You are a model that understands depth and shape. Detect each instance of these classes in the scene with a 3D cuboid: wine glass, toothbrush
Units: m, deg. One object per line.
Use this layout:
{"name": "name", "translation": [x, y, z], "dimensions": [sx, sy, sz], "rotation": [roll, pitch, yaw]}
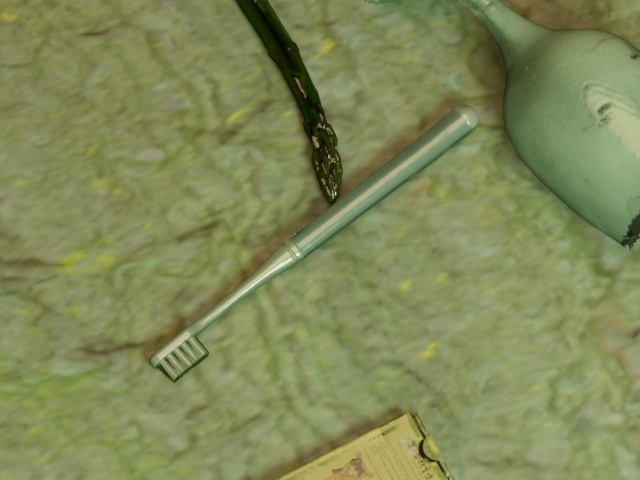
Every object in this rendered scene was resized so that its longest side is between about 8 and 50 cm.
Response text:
{"name": "wine glass", "translation": [0.178, -0.141, 1.507], "dimensions": [0.143, 0.143, 0.321], "rotation": [-38, 76, -12]}
{"name": "toothbrush", "translation": [-0.002, -0.002, 1.518], "dimensions": [0.342, 0.025, 0.030], "rotation": [-40, 80, -12]}

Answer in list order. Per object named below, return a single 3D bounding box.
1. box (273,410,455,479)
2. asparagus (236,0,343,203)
{"name": "box", "translation": [0.026, 0.196, 1.448], "dimensions": [0.149, 0.020, 0.073], "rotation": [-25, 70, -8]}
{"name": "asparagus", "translation": [-0.025, -0.137, 1.567], "dimensions": [0.034, 0.027, 0.236], "rotation": [-24, 72, -2]}
